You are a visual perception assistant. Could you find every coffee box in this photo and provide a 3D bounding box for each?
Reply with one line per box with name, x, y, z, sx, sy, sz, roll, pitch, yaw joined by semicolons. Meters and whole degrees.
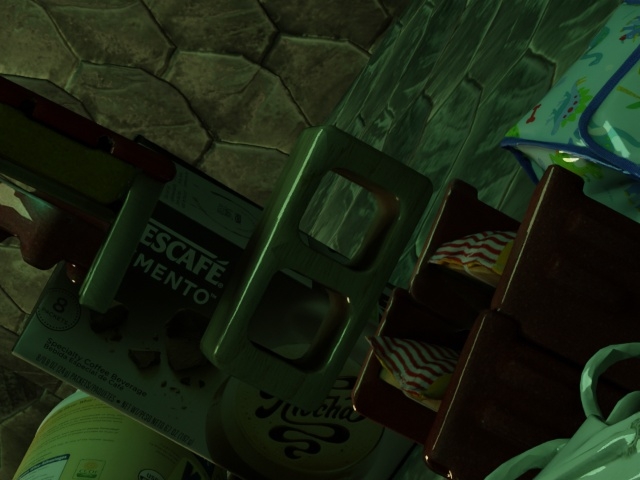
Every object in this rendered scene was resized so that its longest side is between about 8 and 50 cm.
coffee box;-0.061;0.072;0.997;0.168;0.297;0.119;-56;9;17

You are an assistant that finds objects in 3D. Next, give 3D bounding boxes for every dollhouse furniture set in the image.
dollhouse furniture set;0.000;0.000;0.660;0.152;0.374;0.201;-64;10;-3

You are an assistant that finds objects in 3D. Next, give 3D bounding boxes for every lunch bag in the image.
lunch bag;0.192;-0.068;0.701;0.129;0.096;0.151;-48;25;-11

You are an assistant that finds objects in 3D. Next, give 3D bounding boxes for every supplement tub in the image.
supplement tub;-0.225;0.296;1.402;0.228;0.228;0.316;-55;10;25

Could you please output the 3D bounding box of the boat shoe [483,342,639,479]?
boat shoe;0.114;0.105;0.432;0.367;0.136;0.156;-48;14;39
